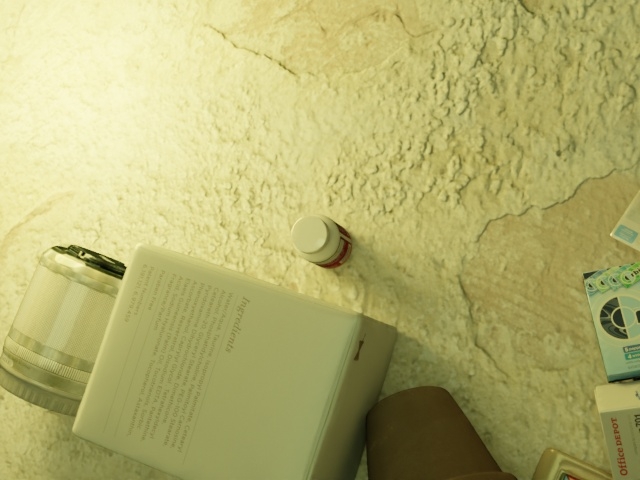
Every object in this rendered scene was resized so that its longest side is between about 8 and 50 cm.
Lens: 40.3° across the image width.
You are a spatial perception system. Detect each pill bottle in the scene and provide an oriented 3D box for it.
[{"bbox_3d":[0.000,0.000,1.543,0.086,0.152,0.086,-3,80,15],"label":"pill bottle"}]

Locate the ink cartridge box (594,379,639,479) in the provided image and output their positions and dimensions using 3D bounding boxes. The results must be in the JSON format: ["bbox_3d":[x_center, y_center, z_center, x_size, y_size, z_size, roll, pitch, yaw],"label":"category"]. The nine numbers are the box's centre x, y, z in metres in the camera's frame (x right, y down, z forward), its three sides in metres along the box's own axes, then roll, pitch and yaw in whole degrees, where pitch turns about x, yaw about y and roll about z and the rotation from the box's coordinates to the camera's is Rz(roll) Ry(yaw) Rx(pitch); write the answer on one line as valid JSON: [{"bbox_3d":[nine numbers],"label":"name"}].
[{"bbox_3d":[0.538,0.290,1.356,0.190,0.082,0.140,-12,109,16],"label":"ink cartridge box"}]

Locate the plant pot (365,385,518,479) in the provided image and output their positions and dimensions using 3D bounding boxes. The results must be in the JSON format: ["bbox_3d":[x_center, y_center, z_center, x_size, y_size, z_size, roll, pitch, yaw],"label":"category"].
[{"bbox_3d":[0.177,0.368,1.409,0.263,0.263,0.229,-23,57,11],"label":"plant pot"}]

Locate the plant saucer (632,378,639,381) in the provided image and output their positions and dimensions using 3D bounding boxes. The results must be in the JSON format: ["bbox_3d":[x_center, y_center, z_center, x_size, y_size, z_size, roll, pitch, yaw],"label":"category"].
[{"bbox_3d":[0.591,0.209,1.414,0.168,0.029,0.169,-3,81,16],"label":"plant saucer"}]

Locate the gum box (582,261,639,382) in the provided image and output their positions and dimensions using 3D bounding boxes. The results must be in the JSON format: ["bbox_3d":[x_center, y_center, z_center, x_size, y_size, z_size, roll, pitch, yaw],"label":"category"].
[{"bbox_3d":[0.523,0.126,1.411,0.156,0.041,0.185,-12,59,14],"label":"gum box"}]

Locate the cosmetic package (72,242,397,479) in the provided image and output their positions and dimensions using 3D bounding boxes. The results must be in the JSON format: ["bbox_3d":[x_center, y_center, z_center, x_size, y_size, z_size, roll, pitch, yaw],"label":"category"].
[{"bbox_3d":[-0.123,0.228,1.448,0.393,0.329,0.328,17,85,18],"label":"cosmetic package"}]

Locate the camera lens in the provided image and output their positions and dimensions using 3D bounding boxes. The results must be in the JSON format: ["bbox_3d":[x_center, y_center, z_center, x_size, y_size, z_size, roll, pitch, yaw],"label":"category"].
[{"bbox_3d":[-0.448,0.159,1.605,0.219,0.219,0.274,22,87,17],"label":"camera lens"}]

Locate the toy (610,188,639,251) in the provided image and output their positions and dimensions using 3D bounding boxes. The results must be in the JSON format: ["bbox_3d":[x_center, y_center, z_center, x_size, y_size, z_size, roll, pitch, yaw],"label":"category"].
[{"bbox_3d":[0.597,-0.080,1.425,0.136,0.056,0.237,32,81,27],"label":"toy"}]

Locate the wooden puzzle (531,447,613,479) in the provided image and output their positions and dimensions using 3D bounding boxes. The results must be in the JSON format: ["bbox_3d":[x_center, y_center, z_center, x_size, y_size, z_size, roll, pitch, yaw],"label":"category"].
[{"bbox_3d":[0.436,0.483,1.404,0.238,0.044,0.221,22,88,18],"label":"wooden puzzle"}]
